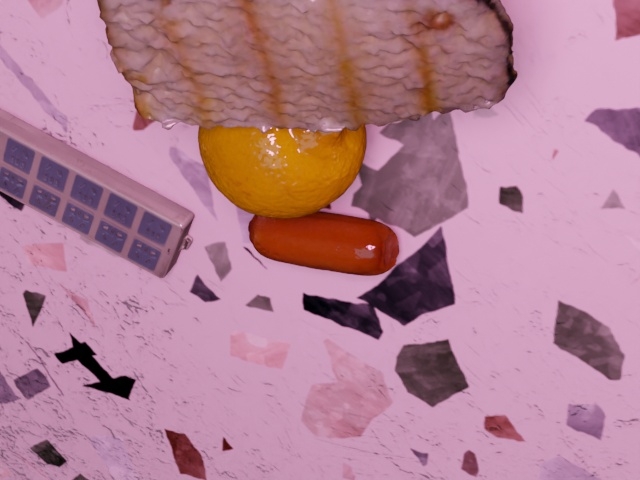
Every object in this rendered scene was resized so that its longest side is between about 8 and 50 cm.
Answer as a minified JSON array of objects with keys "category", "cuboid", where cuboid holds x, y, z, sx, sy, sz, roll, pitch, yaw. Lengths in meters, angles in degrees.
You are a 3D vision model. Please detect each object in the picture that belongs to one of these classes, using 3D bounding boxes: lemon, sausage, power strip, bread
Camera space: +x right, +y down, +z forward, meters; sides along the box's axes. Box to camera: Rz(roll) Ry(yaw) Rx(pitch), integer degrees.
[{"category":"lemon","cuboid":[-0.046,-0.115,1.198,0.244,0.187,0.187,1,128,59]},{"category":"sausage","cuboid":[0.000,0.000,1.319,0.197,0.076,0.076,8,123,18]},{"category":"power strip","cuboid":[-0.344,-0.073,1.422,0.367,0.043,0.106,28,126,2]},{"category":"bread","cuboid":[-0.010,-0.269,1.028,0.395,0.264,0.239,-1,148,6]}]
